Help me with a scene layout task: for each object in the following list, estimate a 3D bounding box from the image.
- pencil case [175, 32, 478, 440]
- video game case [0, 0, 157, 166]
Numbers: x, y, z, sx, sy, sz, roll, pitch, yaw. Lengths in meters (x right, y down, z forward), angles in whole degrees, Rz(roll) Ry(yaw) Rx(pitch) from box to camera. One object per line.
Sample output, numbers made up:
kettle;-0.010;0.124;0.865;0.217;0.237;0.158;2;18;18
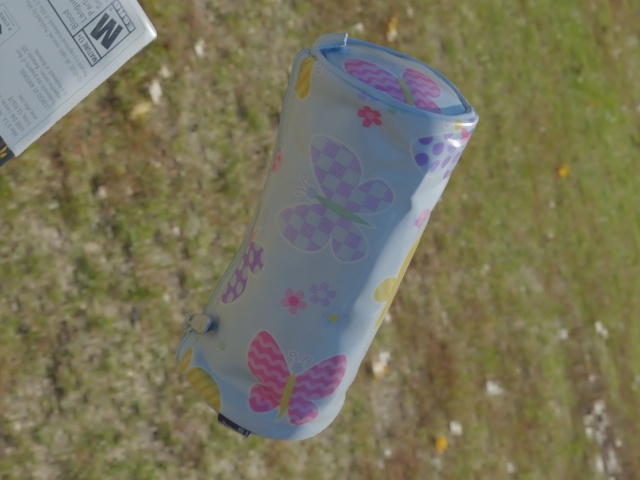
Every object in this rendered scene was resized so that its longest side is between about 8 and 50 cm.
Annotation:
pencil case;0.000;0.000;0.934;0.273;0.124;0.113;-65;168;24
video game case;-0.195;-0.100;0.499;0.210;0.042;0.232;-44;131;-15
